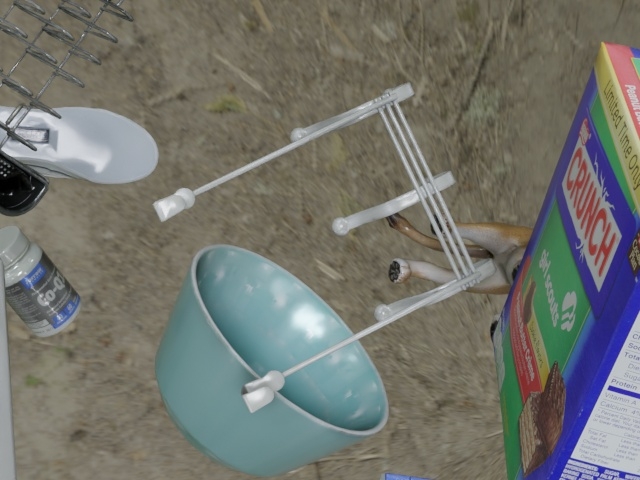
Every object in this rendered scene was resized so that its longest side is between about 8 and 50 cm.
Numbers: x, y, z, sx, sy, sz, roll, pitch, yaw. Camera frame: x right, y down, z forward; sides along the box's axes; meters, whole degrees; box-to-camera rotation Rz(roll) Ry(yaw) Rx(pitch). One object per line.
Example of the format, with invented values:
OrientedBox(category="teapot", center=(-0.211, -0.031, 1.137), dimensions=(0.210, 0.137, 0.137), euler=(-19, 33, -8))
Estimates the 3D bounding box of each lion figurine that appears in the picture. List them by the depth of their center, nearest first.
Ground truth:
OrientedBox(category="lion figurine", center=(0.257, 0.044, 1.506), dimensions=(0.240, 0.392, 0.142), euler=(1, 114, -30))

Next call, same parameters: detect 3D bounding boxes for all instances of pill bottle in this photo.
OrientedBox(category="pill bottle", center=(-0.372, 0.051, 1.697), dimensions=(0.078, 0.078, 0.137), euler=(-30, 123, 4))

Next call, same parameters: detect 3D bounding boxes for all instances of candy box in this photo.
OrientedBox(category="candy box", center=(0.240, 0.050, 1.044), dimensions=(0.122, 0.268, 0.317), euler=(12, 124, -6))

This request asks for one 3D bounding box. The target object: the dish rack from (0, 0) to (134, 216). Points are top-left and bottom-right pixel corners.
OrientedBox(category="dish rack", center=(-0.234, -0.178, 1.016), dimensions=(0.074, 0.208, 0.272), euler=(29, 82, 36))

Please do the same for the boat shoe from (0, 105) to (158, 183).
OrientedBox(category="boat shoe", center=(-0.331, -0.126, 1.668), dimensions=(0.258, 0.084, 0.095), euler=(12, 88, -8))

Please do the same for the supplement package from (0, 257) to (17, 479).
OrientedBox(category="supplement package", center=(-0.287, 0.095, 0.520), dimensions=(0.292, 0.175, 0.178), euler=(3, 100, 27))

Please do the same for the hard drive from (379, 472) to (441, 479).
OrientedBox(category="hard drive", center=(0.218, 0.403, 1.588), dimensions=(0.318, 0.040, 0.210), euler=(9, 77, -9))

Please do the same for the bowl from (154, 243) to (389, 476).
OrientedBox(category="bowl", center=(-0.084, 0.169, 1.648), dimensions=(0.163, 0.311, 0.311), euler=(-46, 77, 20))

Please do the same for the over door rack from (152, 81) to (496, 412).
OrientedBox(category="over door rack", center=(0.000, 0.000, 1.425), dimensions=(0.324, 0.108, 0.240), euler=(-27, 95, -19))
